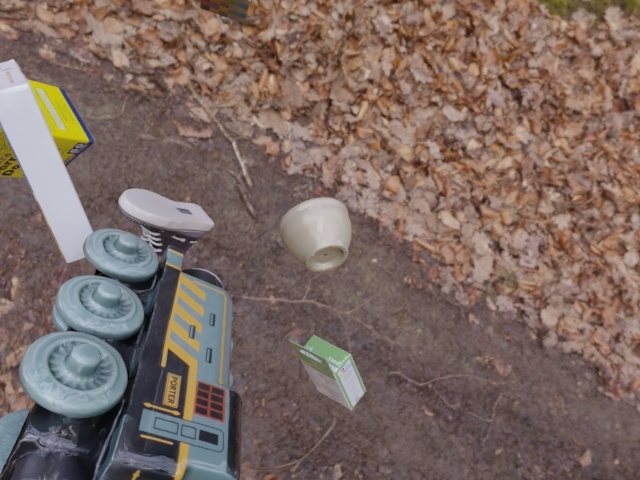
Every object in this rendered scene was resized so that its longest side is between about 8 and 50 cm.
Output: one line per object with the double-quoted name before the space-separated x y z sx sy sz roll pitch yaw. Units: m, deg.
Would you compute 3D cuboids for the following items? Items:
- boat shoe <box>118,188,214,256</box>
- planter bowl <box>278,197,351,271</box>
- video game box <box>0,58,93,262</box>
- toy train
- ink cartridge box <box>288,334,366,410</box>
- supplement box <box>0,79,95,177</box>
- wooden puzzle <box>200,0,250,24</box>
"boat shoe" -0.433 -0.028 1.384 0.127 0.158 0.341 47 13 22
"planter bowl" 0.000 0.000 1.133 0.162 0.162 0.109 1 50 -30
"video game box" -0.340 -0.100 0.626 0.048 0.205 0.187 -23 34 -21
"toy train" -0.171 0.117 0.496 0.190 0.142 0.333 27 22 -21
"ink cartridge box" 0.019 0.275 1.131 0.109 0.209 0.062 20 56 38
"supplement box" -0.819 -0.295 1.346 0.195 0.194 0.357 58 18 6
"wooden puzzle" -0.099 -0.247 0.536 0.050 0.083 0.006 14 83 -14
